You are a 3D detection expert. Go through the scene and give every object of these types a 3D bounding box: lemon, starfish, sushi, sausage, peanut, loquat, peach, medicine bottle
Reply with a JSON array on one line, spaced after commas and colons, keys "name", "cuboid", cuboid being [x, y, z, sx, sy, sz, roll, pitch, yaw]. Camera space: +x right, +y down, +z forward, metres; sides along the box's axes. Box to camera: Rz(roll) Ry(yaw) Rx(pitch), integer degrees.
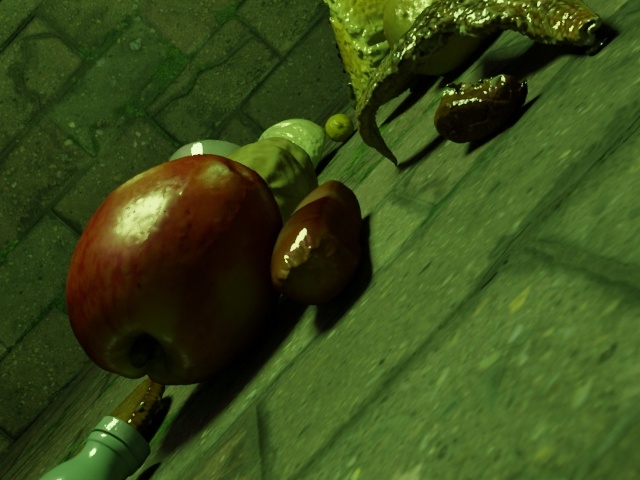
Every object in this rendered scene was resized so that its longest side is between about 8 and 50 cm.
[{"name": "lemon", "cuboid": [0.042, -0.243, 1.888, 0.062, 0.062, 0.083, -47, -5, 1]}, {"name": "starfish", "cuboid": [0.185, -0.237, 1.025, 0.398, 0.132, 0.384, -34, 11, 44]}, {"name": "sushi", "cuboid": [0.156, -0.133, 0.869, 0.118, 0.061, 0.060, 1, 44, 42]}, {"name": "sausage", "cuboid": [0.000, 0.000, 0.940, 0.089, 0.083, 0.300, -51, 5, 14]}, {"name": "peanut", "cuboid": [-0.093, -0.060, 1.312, 0.387, 0.170, 0.192, -73, -7, -71]}, {"name": "loquat", "cuboid": [0.177, -0.346, 1.339, 0.150, 0.204, 0.172, -19, 31, -21]}, {"name": "peach", "cuboid": [-0.163, 0.031, 1.021, 0.281, 0.238, 0.280, -160, 90, -83]}, {"name": "medicine bottle", "cuboid": [-0.267, 0.285, 0.904, 0.090, 0.090, 0.216, -36, 14, 52]}]

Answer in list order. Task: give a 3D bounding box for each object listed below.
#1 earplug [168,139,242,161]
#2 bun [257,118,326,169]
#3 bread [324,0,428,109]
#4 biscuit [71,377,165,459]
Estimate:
[{"name": "earplug", "cuboid": [-0.184, -0.006, 1.469, 0.172, 0.172, 0.301, -41, 38, 36]}, {"name": "bun", "cuboid": [-0.086, -0.171, 1.899, 0.220, 0.134, 0.220, -54, 12, 17]}, {"name": "bread", "cuboid": [0.129, -0.359, 1.504, 0.204, 0.262, 0.163, -35, 37, -14]}, {"name": "biscuit", "cuboid": [-0.309, 0.308, 1.182, 0.305, 0.038, 0.305, -47, 8, 9]}]
